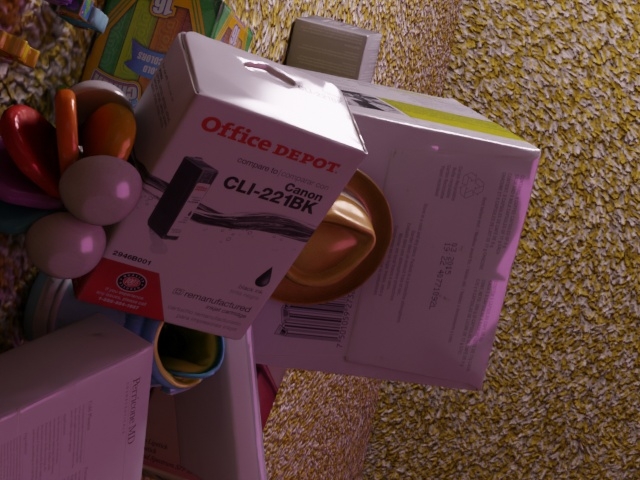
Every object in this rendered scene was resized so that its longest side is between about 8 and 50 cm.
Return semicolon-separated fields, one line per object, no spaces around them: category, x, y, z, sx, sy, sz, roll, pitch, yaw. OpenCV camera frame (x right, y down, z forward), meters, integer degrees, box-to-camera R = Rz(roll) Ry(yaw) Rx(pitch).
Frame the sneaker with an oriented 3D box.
sneaker;-0.193;0.121;1.521;0.319;0.208;0.127;43;62;-74

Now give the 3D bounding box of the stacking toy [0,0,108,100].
stacking toy;-0.246;-0.228;1.267;0.221;0.052;0.167;47;62;-76

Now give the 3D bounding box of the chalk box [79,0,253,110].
chalk box;-0.177;-0.158;1.429;0.132;0.132;0.213;37;68;-75

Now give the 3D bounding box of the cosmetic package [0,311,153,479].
cosmetic package;-0.312;0.291;1.329;0.284;0.097;0.377;-22;130;-46

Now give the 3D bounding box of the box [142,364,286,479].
box;-0.161;0.245;1.902;0.127;0.149;0.232;69;39;-66

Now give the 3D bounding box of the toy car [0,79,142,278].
toy car;-0.254;-0.065;1.237;0.182;0.136;0.159;-52;-144;32

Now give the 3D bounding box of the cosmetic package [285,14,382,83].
cosmetic package;0.005;-0.223;2.065;0.107;0.127;0.238;-34;140;-69

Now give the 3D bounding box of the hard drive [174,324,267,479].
hard drive;-0.135;0.116;1.593;0.233;0.047;0.353;-176;-99;-67

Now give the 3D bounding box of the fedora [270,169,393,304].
fedora;0.000;0.000;1.538;0.079;0.194;0.194;-132;-127;-67

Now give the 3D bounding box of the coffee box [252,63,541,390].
coffee box;0.045;-0.030;1.766;0.334;0.338;0.337;-131;-128;-67

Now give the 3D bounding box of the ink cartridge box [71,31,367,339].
ink cartridge box;-0.110;-0.048;1.325;0.273;0.197;0.114;-56;-146;28
